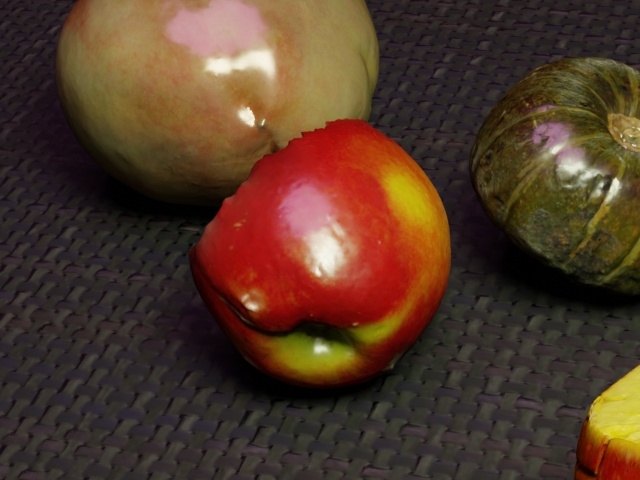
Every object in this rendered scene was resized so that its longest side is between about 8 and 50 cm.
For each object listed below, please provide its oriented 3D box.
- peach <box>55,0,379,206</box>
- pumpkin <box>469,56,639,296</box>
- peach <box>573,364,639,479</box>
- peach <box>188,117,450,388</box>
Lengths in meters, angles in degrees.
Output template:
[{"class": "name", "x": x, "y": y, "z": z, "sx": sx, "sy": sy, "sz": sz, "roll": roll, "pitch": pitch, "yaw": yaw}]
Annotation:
[{"class": "peach", "x": -0.088, "y": -0.156, "z": 1.302, "sx": 0.292, "sy": 0.247, "sz": 0.292, "roll": -5, "pitch": 15, "yaw": 1}, {"class": "pumpkin", "x": 0.224, "y": -0.045, "z": 1.193, "sx": 0.219, "sy": 0.162, "sz": 0.219, "roll": 18, "pitch": 37, "yaw": -14}, {"class": "peach", "x": 0.278, "y": 0.159, "z": 0.837, "sx": 0.245, "sy": 0.248, "sz": 0.274, "roll": 54, "pitch": 18, "yaw": 9}, {"class": "peach", "x": 0.000, "y": 0.000, "z": 1.138, "sx": 0.196, "sy": 0.190, "sz": 0.226, "roll": -10, "pitch": 43, "yaw": 11}]
